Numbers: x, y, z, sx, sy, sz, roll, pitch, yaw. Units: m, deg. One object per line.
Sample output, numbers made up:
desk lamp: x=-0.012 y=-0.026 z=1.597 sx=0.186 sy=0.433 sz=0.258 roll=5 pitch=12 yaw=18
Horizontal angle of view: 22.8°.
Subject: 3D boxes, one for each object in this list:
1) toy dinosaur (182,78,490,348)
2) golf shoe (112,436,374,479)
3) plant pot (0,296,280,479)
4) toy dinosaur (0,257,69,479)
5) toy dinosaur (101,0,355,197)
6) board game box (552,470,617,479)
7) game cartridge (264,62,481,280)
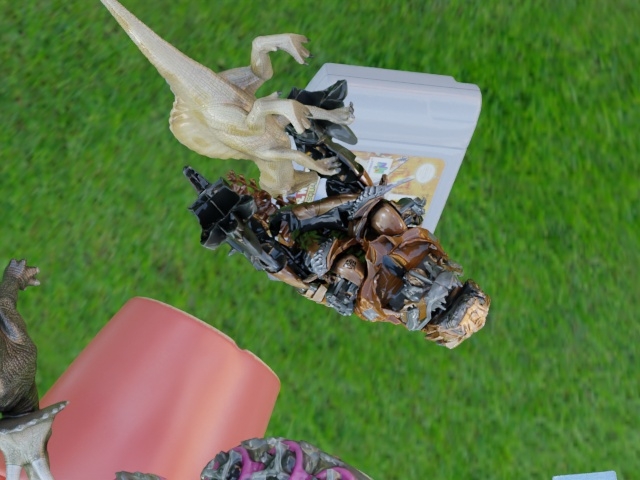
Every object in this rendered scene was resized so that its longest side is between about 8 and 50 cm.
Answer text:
toy dinosaur: x=0.000 y=0.000 z=1.320 sx=0.322 sy=0.164 sz=0.218 roll=-1 pitch=144 yaw=43
golf shoe: x=-0.018 y=0.116 z=0.573 sx=0.086 sy=0.067 sz=0.186 roll=30 pitch=155 yaw=-28
plant pot: x=-0.183 y=0.212 z=1.715 sx=0.275 sy=0.275 sz=0.243 roll=31 pitch=75 yaw=-4
toy dinosaur: x=-0.310 y=0.078 z=1.283 sx=0.313 sy=0.160 sz=0.121 roll=37 pitch=115 yaw=-27
toy dinosaur: x=-0.045 y=-0.070 z=0.825 sx=0.093 sy=0.053 sz=0.183 roll=-15 pitch=137 yaw=34
board game box: x=0.152 y=0.249 z=0.825 sx=0.039 sy=0.211 sz=0.160 roll=-8 pitch=148 yaw=4
game cartridge: x=0.040 y=-0.060 z=1.733 sx=0.198 sy=0.062 sz=0.297 roll=1 pitch=135 yaw=-17
